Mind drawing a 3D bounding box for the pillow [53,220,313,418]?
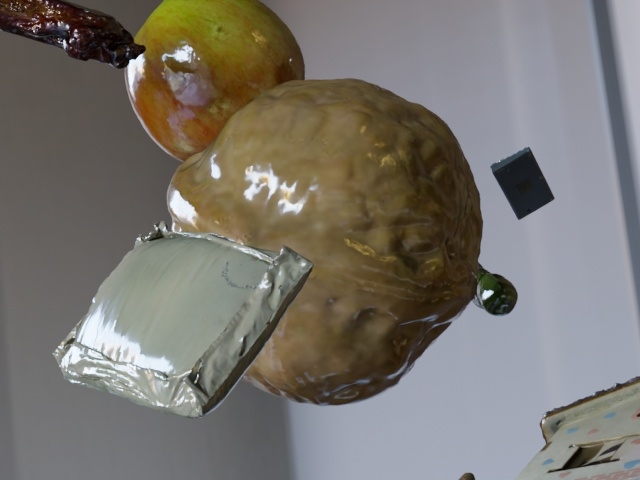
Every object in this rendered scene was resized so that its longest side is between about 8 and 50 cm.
[{"bbox_3d":[-0.088,0.046,1.128,0.053,0.119,0.208,37,-13,-27],"label":"pillow"}]

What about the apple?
[{"bbox_3d":[-0.116,-0.178,1.990,0.196,0.196,0.196,-6,-13,-1],"label":"apple"}]

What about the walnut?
[{"bbox_3d":[0.003,0.002,1.737,0.306,0.306,0.344,-12,-1,24],"label":"walnut"}]

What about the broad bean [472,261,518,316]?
[{"bbox_3d":[0.162,0.036,1.948,0.039,0.069,0.227,-19,24,-7],"label":"broad bean"}]

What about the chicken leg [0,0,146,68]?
[{"bbox_3d":[-0.272,-0.214,1.795,0.219,0.048,0.089,19,9,0],"label":"chicken leg"}]

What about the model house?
[{"bbox_3d":[0.303,0.220,1.641,0.326,0.169,0.244,-17,14,35],"label":"model house"}]

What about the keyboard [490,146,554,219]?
[{"bbox_3d":[0.252,-0.070,2.332,0.055,0.014,0.176,-28,-24,6],"label":"keyboard"}]
